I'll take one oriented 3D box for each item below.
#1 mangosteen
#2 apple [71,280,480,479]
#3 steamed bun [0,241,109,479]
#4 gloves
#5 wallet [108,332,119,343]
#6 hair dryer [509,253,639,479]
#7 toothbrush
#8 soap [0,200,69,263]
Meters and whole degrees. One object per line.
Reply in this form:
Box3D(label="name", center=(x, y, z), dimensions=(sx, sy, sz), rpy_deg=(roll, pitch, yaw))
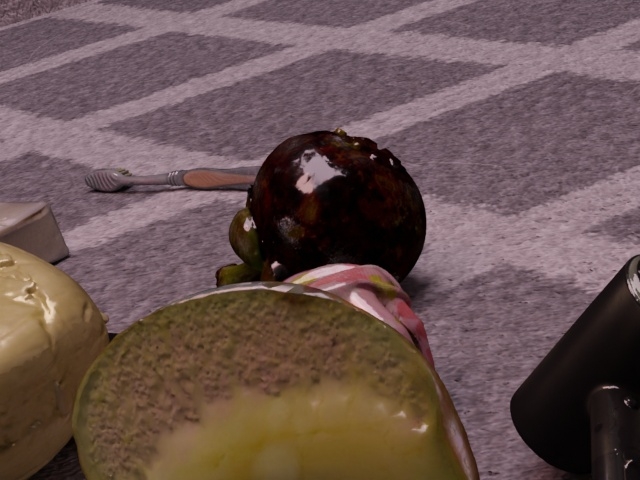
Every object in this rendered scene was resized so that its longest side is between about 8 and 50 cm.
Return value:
Box3D(label="mangosteen", center=(0.006, -0.007, 1.621), dimensions=(0.172, 0.184, 0.172), rpy_deg=(28, -6, 3))
Box3D(label="apple", center=(-0.025, 0.116, 1.187), dimensions=(0.265, 0.193, 0.120), rpy_deg=(-9, 7, 18))
Box3D(label="steamed bun", center=(-0.297, 0.122, 1.379), dimensions=(0.232, 0.166, 0.273), rpy_deg=(20, 41, 38))
Box3D(label="gloves", center=(0.011, 0.089, 1.354), dimensions=(0.145, 0.126, 0.241), rpy_deg=(-10, 9, -11))
Box3D(label="wallet", center=(-0.219, 0.113, 1.552), dimensions=(0.250, 0.044, 0.149), rpy_deg=(3, 19, 41))
Box3D(label="hair dryer", center=(0.198, 0.119, 1.112), dimensions=(0.078, 0.195, 0.248), rpy_deg=(23, 38, -14))
Box3D(label="toothbrush", center=(-0.127, -0.072, 2.089), dimensions=(0.375, 0.028, 0.037), rpy_deg=(1, 14, 36))
Box3D(label="soap", center=(-0.375, 0.005, 1.953), dimensions=(0.183, 0.063, 0.121), rpy_deg=(2, 23, 37))
